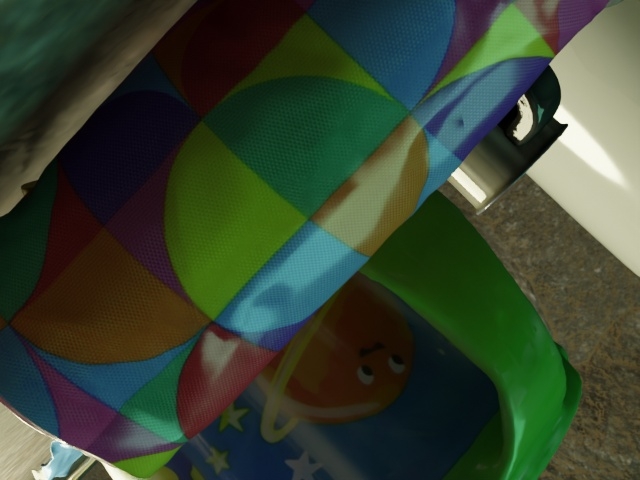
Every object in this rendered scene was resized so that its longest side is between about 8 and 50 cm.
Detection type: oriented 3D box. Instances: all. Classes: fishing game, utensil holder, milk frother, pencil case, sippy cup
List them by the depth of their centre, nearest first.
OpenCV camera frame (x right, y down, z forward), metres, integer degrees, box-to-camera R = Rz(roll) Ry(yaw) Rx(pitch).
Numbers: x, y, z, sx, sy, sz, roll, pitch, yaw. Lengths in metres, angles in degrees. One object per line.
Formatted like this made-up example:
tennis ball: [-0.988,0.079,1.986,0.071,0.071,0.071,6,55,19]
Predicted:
pencil case: [-0.017,-0.035,0.370,0.236,0.104,0.104,-44,179,8]
sippy cup: [-0.023,0.076,0.634,0.305,0.224,0.240,-47,178,18]
milk frother: [0.064,-0.073,0.749,0.143,0.135,0.129,-45,178,-7]
fishing game: [-0.214,0.158,1.176,0.189,0.041,0.264,-47,170,-29]
utensil holder: [0.381,-0.191,1.534,0.327,0.385,0.327,-46,179,-1]

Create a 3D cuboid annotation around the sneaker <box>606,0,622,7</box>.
sneaker: [0.221,-0.186,0.784,0.083,0.098,0.223,-40,168,-3]
